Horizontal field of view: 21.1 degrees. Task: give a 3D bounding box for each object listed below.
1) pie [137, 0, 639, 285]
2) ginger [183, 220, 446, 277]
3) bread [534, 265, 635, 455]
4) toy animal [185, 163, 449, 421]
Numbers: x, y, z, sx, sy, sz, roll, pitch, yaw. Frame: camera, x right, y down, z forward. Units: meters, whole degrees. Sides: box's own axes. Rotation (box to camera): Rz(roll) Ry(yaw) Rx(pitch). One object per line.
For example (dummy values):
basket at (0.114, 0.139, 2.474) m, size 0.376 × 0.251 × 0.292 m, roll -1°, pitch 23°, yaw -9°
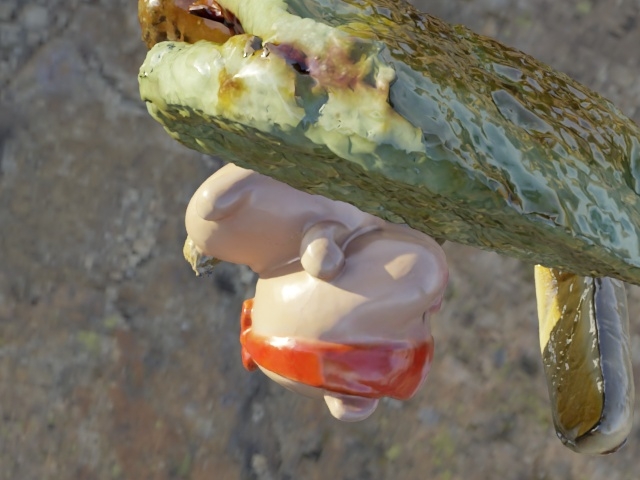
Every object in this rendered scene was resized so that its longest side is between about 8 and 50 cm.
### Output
pie at (0.051, -0.046, 0.781) m, size 0.274 × 0.105 × 0.257 m, roll 19°, pitch 11°, yaw -26°
ginger at (0.000, 0.000, 1.718) m, size 0.334 × 0.148 × 0.081 m, roll 6°, pitch 26°, yaw -39°
bread at (0.195, 0.070, 1.234) m, size 0.053 × 0.073 × 0.214 m, roll 27°, pitch 37°, yaw -22°
toy animal at (0.005, 0.024, 1.153) m, size 0.171 × 0.171 × 0.197 m, roll -34°, pitch 96°, yaw -35°
